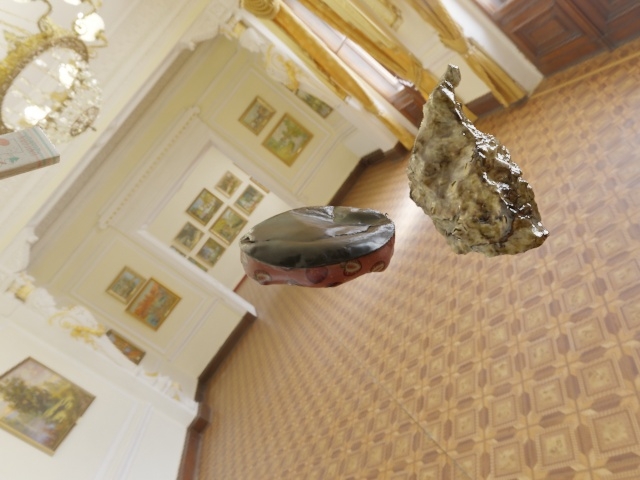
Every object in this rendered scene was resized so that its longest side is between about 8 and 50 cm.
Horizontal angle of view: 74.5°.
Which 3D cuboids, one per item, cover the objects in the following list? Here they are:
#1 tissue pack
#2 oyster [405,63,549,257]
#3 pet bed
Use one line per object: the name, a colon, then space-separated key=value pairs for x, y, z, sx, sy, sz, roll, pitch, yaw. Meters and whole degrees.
tissue pack: x=-0.400 y=-0.107 z=0.535 sx=0.108 sy=0.056 sz=0.023 roll=-32 pitch=-10 yaw=-40
oyster: x=0.250 y=-0.133 z=0.795 sx=0.204 sy=0.396 sz=0.111 roll=-30 pitch=-25 yaw=23
pet bed: x=0.000 y=0.000 z=0.528 sx=0.201 sy=0.054 sz=0.201 roll=-6 pitch=23 yaw=2
